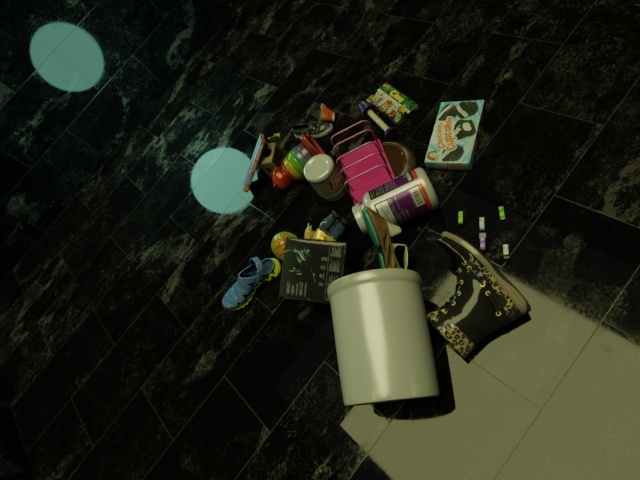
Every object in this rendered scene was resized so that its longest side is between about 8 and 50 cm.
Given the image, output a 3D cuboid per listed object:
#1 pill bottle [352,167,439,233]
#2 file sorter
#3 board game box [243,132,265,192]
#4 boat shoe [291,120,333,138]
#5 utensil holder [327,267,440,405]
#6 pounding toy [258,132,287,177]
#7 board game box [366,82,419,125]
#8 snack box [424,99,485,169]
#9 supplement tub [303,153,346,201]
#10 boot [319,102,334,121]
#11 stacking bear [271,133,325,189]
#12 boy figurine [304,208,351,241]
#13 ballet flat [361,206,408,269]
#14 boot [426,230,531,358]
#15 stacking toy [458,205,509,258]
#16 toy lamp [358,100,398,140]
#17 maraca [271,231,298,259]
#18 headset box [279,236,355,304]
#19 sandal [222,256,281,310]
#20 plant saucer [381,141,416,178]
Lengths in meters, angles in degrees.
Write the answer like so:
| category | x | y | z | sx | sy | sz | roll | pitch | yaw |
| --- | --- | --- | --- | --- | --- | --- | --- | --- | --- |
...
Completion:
| category | x | y | z | sx | sy | sz | roll | pitch | yaw |
| --- | --- | --- | --- | --- | --- | --- | --- | --- | --- |
| pill bottle | 0.299 | -0.149 | 1.669 | 0.322 | 0.181 | 0.182 | -25 | 55 | 14 |
| file sorter | 0.178 | -0.339 | 1.774 | 0.201 | 0.182 | 0.291 | -24 | 56 | 15 |
| board game box | -0.340 | -0.397 | 2.116 | 0.145 | 0.027 | 0.282 | -108 | 38 | -62 |
| boat shoe | -0.048 | -0.588 | 2.153 | 0.228 | 0.076 | 0.080 | 3 | 66 | 29 |
| utensil holder | 0.203 | 0.327 | 1.364 | 0.327 | 0.327 | 0.387 | -15 | 66 | 20 |
| pounding toy | -0.256 | -0.460 | 2.128 | 0.094 | 0.181 | 0.206 | -5 | 62 | 26 |
| board game box | 0.349 | -0.669 | 2.019 | 0.136 | 0.030 | 0.260 | -39 | 53 | 1 |
| snack box | 0.575 | -0.451 | 1.761 | 0.186 | 0.060 | 0.322 | 8 | 68 | 31 |
| supplement tub | 0.027 | -0.280 | 1.870 | 0.144 | 0.199 | 0.145 | -12 | 60 | 22 |
| boot | 0.035 | -0.669 | 2.172 | 0.084 | 0.059 | 0.158 | 3 | 44 | -6 |
| stacking bear | -0.123 | -0.365 | 2.028 | 0.289 | 0.175 | 0.164 | -40 | 95 | 17 |
| boy figurine | 0.000 | 0.000 | 1.774 | 0.177 | 0.092 | 0.285 | 40 | 98 | 0 |
| ballet flat | 0.263 | 0.021 | 1.573 | 0.123 | 0.116 | 0.343 | -19 | 92 | -3 |
| boot | 0.470 | 0.180 | 1.406 | 0.284 | 0.138 | 0.377 | -43 | 73 | 4 |
| stacking toy | 0.598 | -0.026 | 1.526 | 0.166 | 0.052 | 0.222 | -6 | 61 | 25 |
| toy lamp | 0.269 | -0.582 | 1.985 | 0.080 | 0.080 | 0.275 | -35 | 55 | 7 |
| maraca | -0.136 | 0.037 | 1.854 | 0.185 | 0.099 | 0.127 | 31 | 91 | 11 |
| headset box | -0.021 | 0.119 | 1.654 | 0.282 | 0.131 | 0.247 | 5 | 88 | 21 |
| sandal | -0.331 | 0.180 | 1.853 | 0.317 | 0.138 | 0.126 | -47 | 55 | 0 |
| plant saucer | 0.273 | -0.330 | 1.865 | 0.310 | 0.050 | 0.311 | -12 | 59 | 21 |
